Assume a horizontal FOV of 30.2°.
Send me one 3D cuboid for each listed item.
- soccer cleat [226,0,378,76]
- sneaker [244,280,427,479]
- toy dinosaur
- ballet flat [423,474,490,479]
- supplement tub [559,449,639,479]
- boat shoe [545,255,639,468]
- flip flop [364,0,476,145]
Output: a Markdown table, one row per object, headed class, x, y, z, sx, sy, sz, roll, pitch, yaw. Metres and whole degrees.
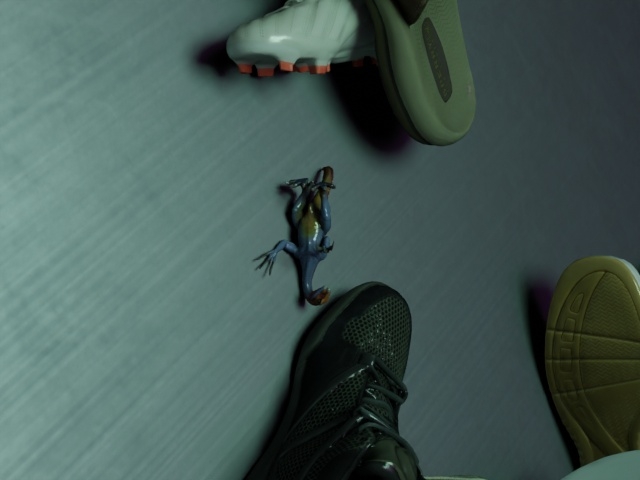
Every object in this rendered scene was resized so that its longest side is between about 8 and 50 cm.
| class | x | y | z | sx | sy | sz | roll | pitch | yaw |
| --- | --- | --- | --- | --- | --- | --- | --- | --- | --- |
| soccer cleat | 0.003 | -0.156 | 0.824 | 0.196 | 0.068 | 0.076 | -17 | 106 | -51 |
| sneaker | 0.033 | 0.119 | 0.754 | 0.087 | 0.130 | 0.227 | 49 | 50 | -26 |
| toy dinosaur | 0.000 | 0.000 | 0.811 | 0.090 | 0.047 | 0.082 | -31 | 120 | -53 |
| ballet flat | 0.092 | 0.194 | 0.843 | 0.168 | 0.052 | 0.057 | 12 | 74 | -41 |
| supplement tub | 0.290 | 0.333 | 0.857 | 0.331 | 0.241 | 0.241 | 47 | 53 | -21 |
| boat shoe | 0.258 | 0.133 | 0.983 | 0.096 | 0.098 | 0.277 | -29 | 112 | -47 |
| flip flop | 0.069 | -0.184 | 0.790 | 0.112 | 0.080 | 0.277 | -49 | 130 | -38 |
